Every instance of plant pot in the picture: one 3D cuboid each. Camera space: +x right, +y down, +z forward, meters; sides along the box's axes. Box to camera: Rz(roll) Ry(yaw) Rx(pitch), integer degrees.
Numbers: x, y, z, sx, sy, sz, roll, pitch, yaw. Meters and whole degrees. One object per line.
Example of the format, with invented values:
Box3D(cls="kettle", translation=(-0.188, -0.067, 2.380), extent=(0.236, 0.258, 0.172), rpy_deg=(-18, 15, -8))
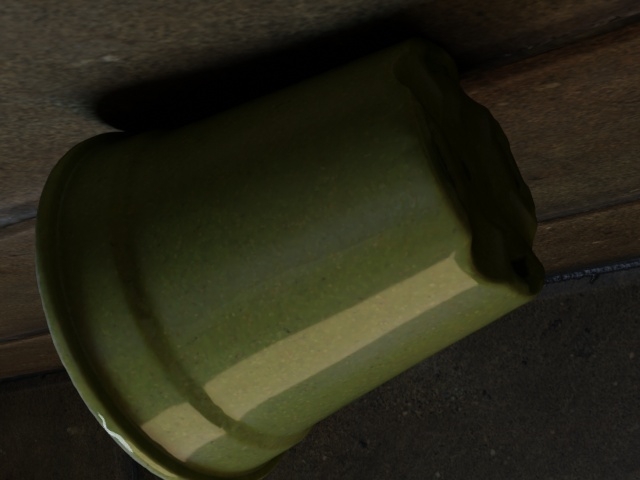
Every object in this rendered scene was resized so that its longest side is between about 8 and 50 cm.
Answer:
Box3D(cls="plant pot", translation=(0.000, 0.000, 0.646), extent=(0.254, 0.276, 0.276), rpy_deg=(-25, 163, 25))
